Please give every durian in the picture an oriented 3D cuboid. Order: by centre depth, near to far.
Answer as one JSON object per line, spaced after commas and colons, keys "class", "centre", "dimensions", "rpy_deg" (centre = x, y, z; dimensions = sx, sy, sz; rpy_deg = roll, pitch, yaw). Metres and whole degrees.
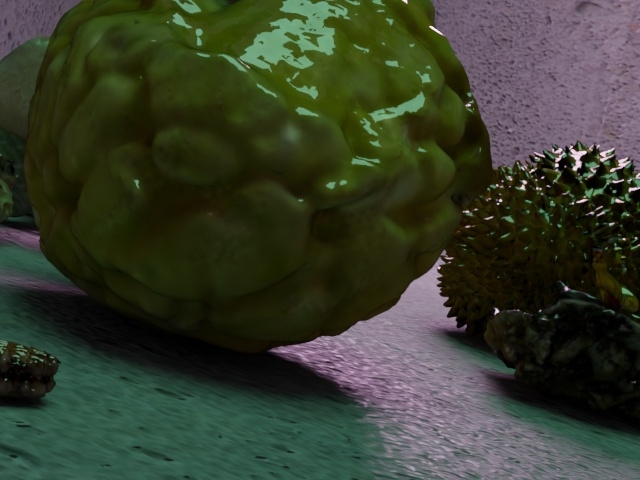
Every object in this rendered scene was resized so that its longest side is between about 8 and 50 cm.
{"class": "durian", "centre": [0.251, 0.013, 1.653], "dimensions": [0.258, 0.258, 0.293], "rpy_deg": [16, 16, 17]}

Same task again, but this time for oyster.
{"class": "oyster", "centre": [0.244, 0.111, 1.363], "dimensions": [0.214, 0.083, 0.223], "rpy_deg": [22, -13, -2]}
{"class": "oyster", "centre": [-0.352, -0.040, 1.502], "dimensions": [0.133, 0.072, 0.209], "rpy_deg": [1, -7, -43]}

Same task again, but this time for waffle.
{"class": "waffle", "centre": [-0.191, 0.069, 0.883], "dimensions": [0.083, 0.029, 0.075], "rpy_deg": [14, 1, 43]}

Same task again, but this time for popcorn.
{"class": "popcorn", "centre": [-0.062, -0.071, 1.228], "dimensions": [0.344, 0.354, 0.390], "rpy_deg": [33, 41, -22]}

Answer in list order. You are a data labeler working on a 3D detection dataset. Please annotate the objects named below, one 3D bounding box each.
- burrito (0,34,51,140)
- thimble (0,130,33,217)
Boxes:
{"class": "burrito", "centre": [-0.177, -0.101, 1.527], "dimensions": [0.332, 0.135, 0.190], "rpy_deg": [41, 37, 19]}
{"class": "thimble", "centre": [-0.346, -0.105, 1.705], "dimensions": [0.219, 0.150, 0.219], "rpy_deg": [13, 6, -1]}
